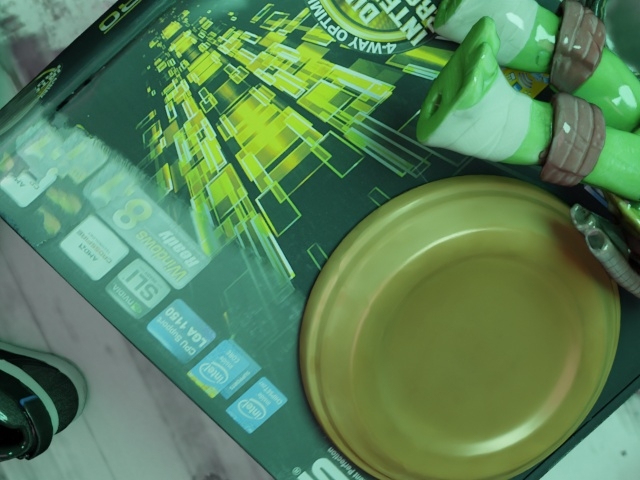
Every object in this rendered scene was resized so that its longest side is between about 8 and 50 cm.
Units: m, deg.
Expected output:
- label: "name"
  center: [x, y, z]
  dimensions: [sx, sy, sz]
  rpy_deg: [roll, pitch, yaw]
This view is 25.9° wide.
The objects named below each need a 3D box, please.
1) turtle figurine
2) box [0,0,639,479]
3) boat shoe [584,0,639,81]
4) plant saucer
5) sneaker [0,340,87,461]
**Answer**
- label: "turtle figurine"
  center: [0.202, -0.074, 0.712]
  dimensions: [0.266, 0.274, 0.198]
  rpy_deg: [24, 79, -13]
- label: "box"
  center: [0.036, -0.019, 0.846]
  dimensions: [0.318, 0.097, 0.395]
  rpy_deg: [-41, 113, 2]
- label: "boat shoe"
  center: [0.313, -0.191, 0.806]
  dimensions: [0.355, 0.130, 0.132]
  rpy_deg: [-26, 98, 23]
- label: "plant saucer"
  center: [0.088, 0.062, 0.816]
  dimensions: [0.200, 0.037, 0.200]
  rpy_deg: [-5, 110, -15]
- label: "sneaker"
  center: [-0.306, 0.116, 1.098]
  dimensions: [0.216, 0.121, 0.079]
  rpy_deg: [10, 109, 14]
